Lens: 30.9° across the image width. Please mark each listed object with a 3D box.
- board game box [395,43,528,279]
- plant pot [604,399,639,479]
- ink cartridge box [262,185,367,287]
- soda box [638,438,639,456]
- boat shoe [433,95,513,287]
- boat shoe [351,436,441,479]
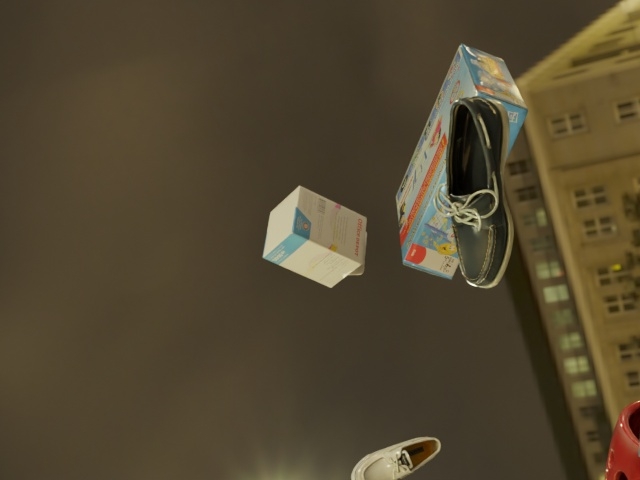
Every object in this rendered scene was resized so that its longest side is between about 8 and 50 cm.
[{"bbox_3d":[0.224,-0.138,1.916,0.302,0.086,0.308,-87,17,-66],"label":"board game box"},{"bbox_3d":[0.431,0.308,1.380,0.191,0.191,0.174,-32,-46,-60],"label":"plant pot"},{"bbox_3d":[0.000,0.000,1.758,0.143,0.090,0.092,26,-130,-23],"label":"ink cartridge box"},{"bbox_3d":[0.344,0.103,1.078,0.071,0.067,0.210,95,-170,-54],"label":"soda box"},{"bbox_3d":[0.203,-0.062,1.522,0.079,0.095,0.254,-5,-79,-47],"label":"boat shoe"},{"bbox_3d":[0.077,0.220,1.150,0.100,0.035,0.035,-16,-101,-27],"label":"boat shoe"}]
